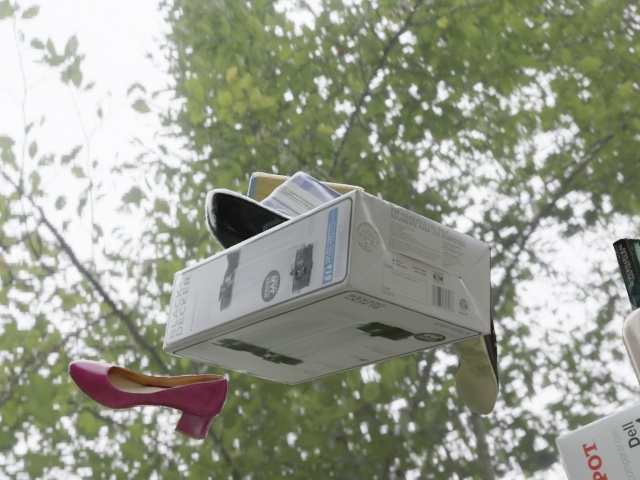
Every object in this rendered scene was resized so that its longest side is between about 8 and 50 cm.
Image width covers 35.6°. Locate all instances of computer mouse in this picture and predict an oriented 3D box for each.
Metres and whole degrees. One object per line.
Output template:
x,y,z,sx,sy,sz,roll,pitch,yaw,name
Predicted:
-0.048,0.012,1.253,0.072,0.272,0.188,-61,-32,-11,computer mouse

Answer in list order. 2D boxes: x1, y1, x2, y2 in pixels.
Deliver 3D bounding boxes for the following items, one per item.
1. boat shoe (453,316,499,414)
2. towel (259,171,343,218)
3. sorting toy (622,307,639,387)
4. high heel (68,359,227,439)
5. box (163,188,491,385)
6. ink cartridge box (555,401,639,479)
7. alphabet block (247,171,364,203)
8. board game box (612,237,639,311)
0.165,0.124,1.040,0.049,0.042,0.133,5,-56,31,boat shoe
0.000,0.000,1.473,0.209,0.285,0.034,32,-61,4,towel
0.176,0.149,0.369,0.038,0.193,0.208,-21,-49,15,sorting toy
-0.263,0.211,1.522,0.244,0.082,0.117,26,-65,6,high heel
-0.002,0.057,0.935,0.169,0.087,0.290,20,-28,-33,box
0.280,0.167,0.634,0.219,0.160,0.092,-28,-52,17,ink cartridge box
-0.037,0.016,1.737,0.197,0.193,0.192,8,-26,1,alphabet block
0.440,0.088,1.251,0.126,0.186,0.026,8,-30,-33,board game box
